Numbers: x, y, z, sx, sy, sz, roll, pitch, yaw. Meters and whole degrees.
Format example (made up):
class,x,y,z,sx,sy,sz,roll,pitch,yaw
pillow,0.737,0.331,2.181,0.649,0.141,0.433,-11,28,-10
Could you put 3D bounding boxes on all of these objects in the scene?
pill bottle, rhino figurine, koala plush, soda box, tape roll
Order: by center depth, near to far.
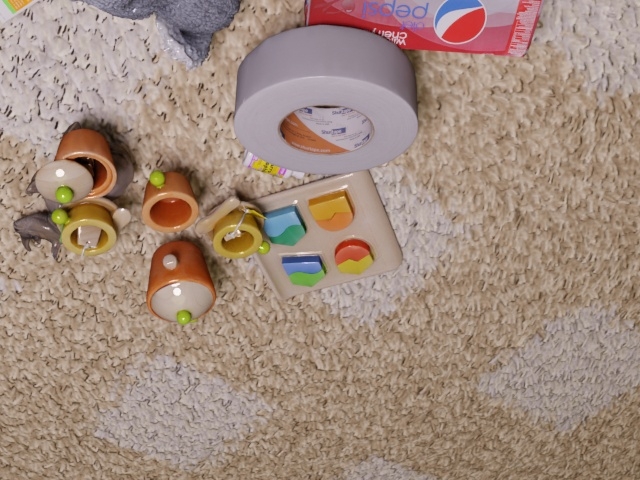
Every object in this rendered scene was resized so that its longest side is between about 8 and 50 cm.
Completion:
class,x,y,z,sx,sy,sz,roll,pitch,yaw
koala plush,-0.167,-0.290,0.790,0.221,0.203,0.196,24,106,-49
soda box,0.114,-0.276,0.861,0.263,0.092,0.083,4,130,-5
tape roll,0.007,-0.161,0.897,0.219,0.072,0.219,1,156,1
pill bottle,-0.061,-0.110,1.011,0.083,0.043,0.043,16,125,-15
rhino figurine,-0.346,-0.056,1.019,0.106,0.073,0.243,34,120,-22

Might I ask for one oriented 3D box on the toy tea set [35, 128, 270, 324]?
class,x,y,z,sx,sy,sz,roll,pitch,yaw
toy tea set,-0.225,0.001,0.965,0.336,0.124,0.200,28,122,-38

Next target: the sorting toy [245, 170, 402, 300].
class,x,y,z,sx,sy,sz,roll,pitch,yaw
sorting toy,0.000,0.000,1.102,0.208,0.038,0.193,-18,126,10

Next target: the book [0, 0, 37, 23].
class,x,y,z,sx,sy,sz,roll,pitch,yaw
book,-0.332,-0.325,0.838,0.144,0.035,0.096,-26,123,14
